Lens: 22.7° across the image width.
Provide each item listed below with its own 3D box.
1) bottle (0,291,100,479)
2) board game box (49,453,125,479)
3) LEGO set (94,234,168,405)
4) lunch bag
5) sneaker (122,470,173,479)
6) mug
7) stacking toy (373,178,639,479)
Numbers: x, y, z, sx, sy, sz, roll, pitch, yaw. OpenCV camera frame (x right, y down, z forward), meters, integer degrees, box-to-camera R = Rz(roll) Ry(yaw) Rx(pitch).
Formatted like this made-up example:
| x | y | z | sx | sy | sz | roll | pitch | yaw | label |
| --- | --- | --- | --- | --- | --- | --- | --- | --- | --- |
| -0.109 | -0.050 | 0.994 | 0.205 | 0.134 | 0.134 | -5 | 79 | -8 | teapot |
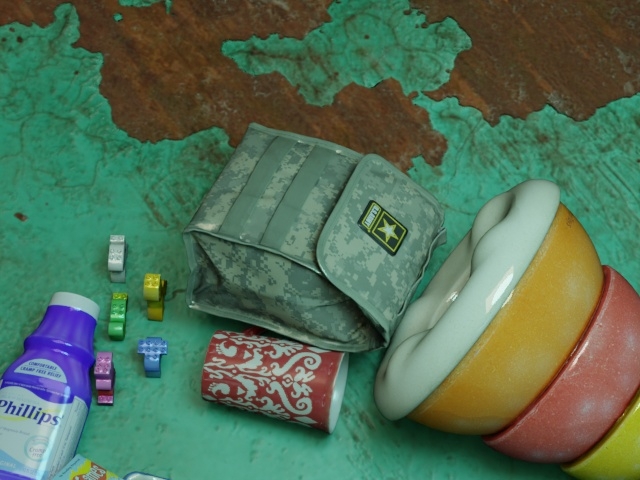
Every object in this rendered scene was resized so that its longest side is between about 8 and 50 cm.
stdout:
| x | y | z | sx | sy | sz | roll | pitch | yaw | label |
| --- | --- | --- | --- | --- | --- | --- | --- | --- | --- |
| -0.347 | 0.203 | 1.993 | 0.118 | 0.092 | 0.283 | 12 | 65 | 8 | bottle |
| -0.217 | 0.394 | 1.852 | 0.275 | 0.142 | 0.144 | 27 | 28 | 10 | board game box |
| -0.237 | 0.090 | 2.048 | 0.087 | 0.093 | 0.227 | 2 | 65 | -1 | LEGO set |
| 0.000 | 0.000 | 2.012 | 0.287 | 0.169 | 0.235 | 16 | 46 | 13 | lunch bag |
| -0.159 | 0.347 | 1.938 | 0.211 | 0.081 | 0.080 | 24 | 65 | 8 | sneaker |
| -0.054 | 0.165 | 2.025 | 0.169 | 0.113 | 0.150 | 10 | 30 | 8 | mug |
| 0.336 | 0.185 | 1.940 | 0.480 | 0.350 | 0.350 | 36 | 68 | -3 | stacking toy |
